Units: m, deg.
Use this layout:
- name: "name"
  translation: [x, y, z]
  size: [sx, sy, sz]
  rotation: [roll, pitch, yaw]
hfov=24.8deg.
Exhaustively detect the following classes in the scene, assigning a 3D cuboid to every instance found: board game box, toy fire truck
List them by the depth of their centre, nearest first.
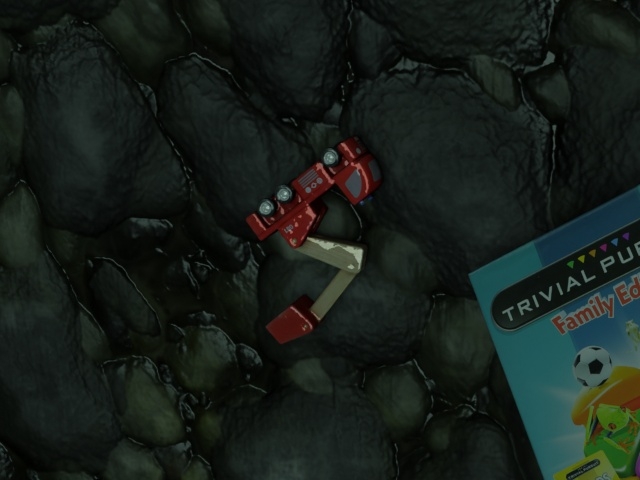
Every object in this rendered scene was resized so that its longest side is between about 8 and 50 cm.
- name: "board game box"
  translation: [0.304, 0.127, 1.284]
  size: [0.254, 0.079, 0.336]
  rotation: [-29, 63, 22]
- name: "toy fire truck"
  translation: [0.000, 0.000, 1.456]
  size: [0.192, 0.047, 0.135]
  rotation: [-37, 89, 21]
